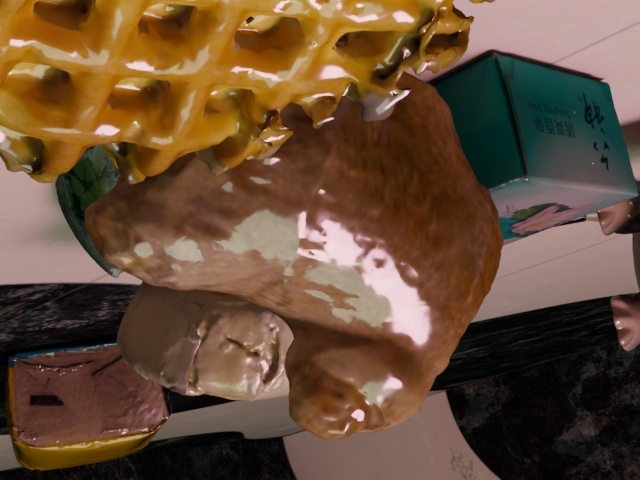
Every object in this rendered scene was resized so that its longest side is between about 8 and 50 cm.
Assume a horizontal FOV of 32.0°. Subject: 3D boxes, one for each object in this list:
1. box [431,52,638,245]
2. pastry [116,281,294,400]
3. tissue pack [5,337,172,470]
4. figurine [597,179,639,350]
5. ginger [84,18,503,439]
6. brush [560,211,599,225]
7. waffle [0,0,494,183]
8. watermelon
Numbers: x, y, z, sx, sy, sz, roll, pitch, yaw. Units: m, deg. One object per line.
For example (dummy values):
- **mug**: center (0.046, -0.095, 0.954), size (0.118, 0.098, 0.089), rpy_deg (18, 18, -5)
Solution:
- **box**: center (0.086, -0.040, 0.829), size (0.153, 0.092, 0.245), rpy_deg (2, 160, -46)
- **pastry**: center (-0.074, 0.067, 0.870), size (0.166, 0.088, 0.166), rpy_deg (12, -169, -2)
- **tissue pack**: center (-0.306, 0.217, 1.442), size (0.192, 0.134, 0.271), rpy_deg (-8, 166, -16)
- **figurine**: center (0.442, 0.015, 1.036), size (0.361, 0.266, 0.378), rpy_deg (-9, 167, 12)
- **ginger**: center (0.000, 0.000, 0.634), size (0.276, 0.221, 0.130), rpy_deg (6, -177, -34)
- **brush**: center (0.188, -0.019, 1.147), size (0.299, 0.039, 0.042), rpy_deg (-9, 163, 1)
- **waffle**: center (-0.053, -0.101, 0.400), size (0.262, 0.060, 0.280), rpy_deg (-23, 153, 10)
- **watermelon**: center (-0.113, -0.018, 0.804), size (0.139, 0.071, 0.187), rpy_deg (-13, 167, -15)
